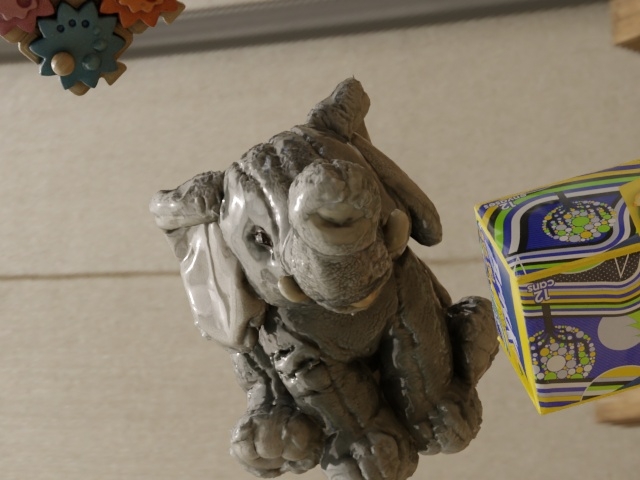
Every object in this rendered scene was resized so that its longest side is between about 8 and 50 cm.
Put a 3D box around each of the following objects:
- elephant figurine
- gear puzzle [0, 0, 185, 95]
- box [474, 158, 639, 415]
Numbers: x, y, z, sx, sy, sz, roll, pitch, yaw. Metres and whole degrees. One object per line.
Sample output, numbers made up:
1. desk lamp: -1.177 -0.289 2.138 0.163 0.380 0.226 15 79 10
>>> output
1. elephant figurine: 0.000 0.000 0.768 0.169 0.186 0.239 -58 -38 -36
2. gear puzzle: -0.153 -0.282 1.342 0.339 0.044 0.175 -45 -60 8
3. box: 0.142 0.001 0.517 0.169 0.054 0.059 -16 -59 -3
